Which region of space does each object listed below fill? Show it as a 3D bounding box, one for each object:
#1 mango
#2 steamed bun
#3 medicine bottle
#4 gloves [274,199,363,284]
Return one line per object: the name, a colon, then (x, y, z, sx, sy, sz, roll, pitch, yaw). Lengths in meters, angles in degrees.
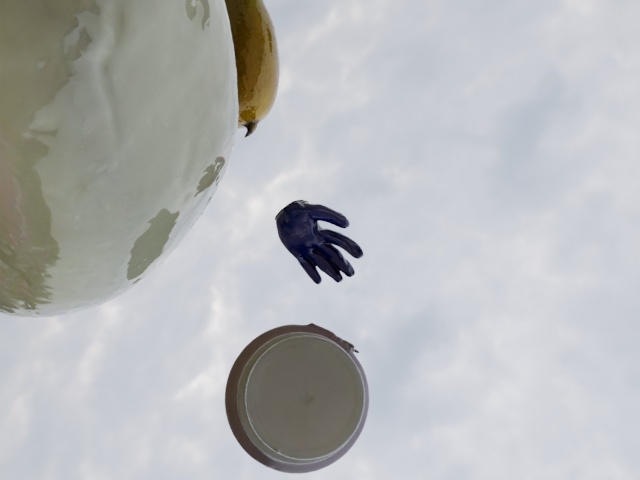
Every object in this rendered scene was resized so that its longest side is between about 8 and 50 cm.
mango: (-0.090, -0.192, 0.624, 0.101, 0.066, 0.188, -8, -92, 28)
steamed bun: (-0.194, -0.119, 0.426, 0.233, 0.312, 0.334, -49, -172, -38)
medicine bottle: (-0.025, 0.156, 0.632, 0.147, 0.147, 0.247, -63, 179, -15)
gloves: (0.000, 0.000, 0.563, 0.064, 0.086, 0.026, -37, 180, 28)
